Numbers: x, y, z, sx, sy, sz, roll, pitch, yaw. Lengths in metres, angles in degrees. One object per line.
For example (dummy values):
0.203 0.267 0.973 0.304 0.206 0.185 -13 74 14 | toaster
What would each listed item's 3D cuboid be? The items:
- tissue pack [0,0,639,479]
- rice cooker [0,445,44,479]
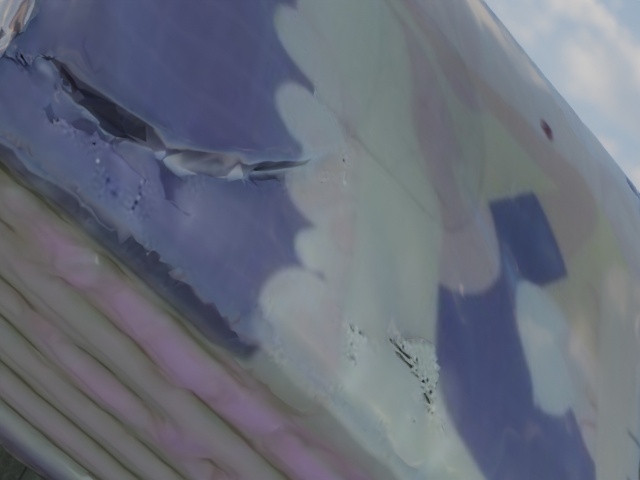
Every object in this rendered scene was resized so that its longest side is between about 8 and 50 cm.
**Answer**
0.000 0.000 0.574 0.344 0.125 0.242 46 35 -31 | tissue pack
-0.159 0.108 1.116 0.288 0.277 0.288 27 -5 3 | rice cooker
